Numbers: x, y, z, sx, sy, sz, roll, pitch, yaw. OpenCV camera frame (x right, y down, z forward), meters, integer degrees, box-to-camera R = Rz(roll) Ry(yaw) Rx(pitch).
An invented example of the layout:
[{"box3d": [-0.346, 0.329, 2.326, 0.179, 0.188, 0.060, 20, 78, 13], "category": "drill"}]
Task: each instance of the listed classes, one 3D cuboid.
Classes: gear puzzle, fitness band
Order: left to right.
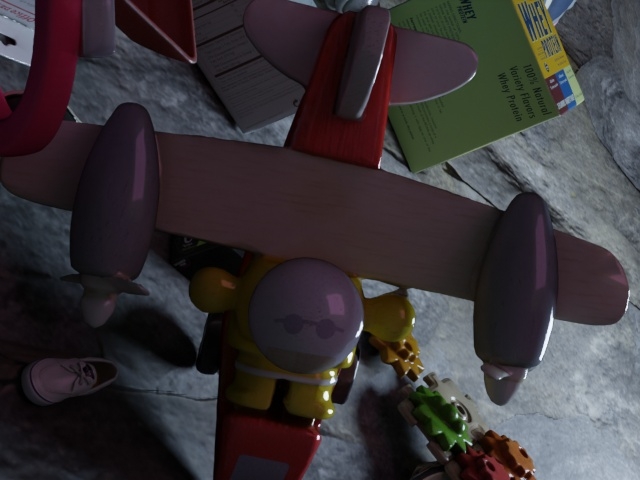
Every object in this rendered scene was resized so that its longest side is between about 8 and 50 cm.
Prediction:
[{"box3d": [-0.225, -0.206, 1.266, 0.054, 0.209, 0.291, -4, 95, -38], "category": "fitness band"}, {"box3d": [0.165, 0.204, 1.860, 0.339, 0.044, 0.175, 52, 22, 10], "category": "gear puzzle"}]

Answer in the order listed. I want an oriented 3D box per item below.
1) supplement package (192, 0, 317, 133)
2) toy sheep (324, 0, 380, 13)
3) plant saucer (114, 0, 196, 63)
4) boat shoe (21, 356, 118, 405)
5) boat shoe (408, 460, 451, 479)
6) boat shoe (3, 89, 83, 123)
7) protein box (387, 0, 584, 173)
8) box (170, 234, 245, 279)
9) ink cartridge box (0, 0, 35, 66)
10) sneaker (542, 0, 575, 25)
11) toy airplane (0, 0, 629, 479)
[{"box3d": [-0.070, -0.217, 1.743, 0.179, 0.105, 0.105, 57, 26, -25], "category": "supplement package"}, {"box3d": [0.035, -0.305, 2.061, 0.132, 0.091, 0.091, 56, 20, 19], "category": "toy sheep"}, {"box3d": [-0.198, -0.302, 1.474, 0.259, 0.047, 0.258, 40, 35, -51], "category": "plant saucer"}, {"box3d": [-0.187, 0.103, 1.327, 0.100, 0.035, 0.035, 7, 65, -64], "category": "boat shoe"}, {"box3d": [0.118, 0.251, 1.837, 0.043, 0.049, 0.137, 32, 14, 25], "category": "boat shoe"}, {"box3d": [-0.213, -0.079, 1.403, 0.133, 0.049, 0.042, 40, 29, -54], "category": "boat shoe"}, {"box3d": [0.182, -0.217, 2.151, 0.200, 0.201, 0.136, 67, 24, -4], "category": "protein box"}, {"box3d": [-0.087, 0.011, 1.577, 0.083, 0.062, 0.052, 44, 35, -44], "category": "box"}, {"box3d": [-0.252, -0.241, 1.439, 0.104, 0.060, 0.180, 18, 55, -62], "category": "ink cartridge box"}, {"box3d": [0.278, -0.305, 2.323, 0.112, 0.131, 0.319, 59, -21, 6], "category": "sneaker"}, {"box3d": [0.000, 0.000, 1.370, 0.384, 0.386, 0.272, 58, 11, -18], "category": "toy airplane"}]
